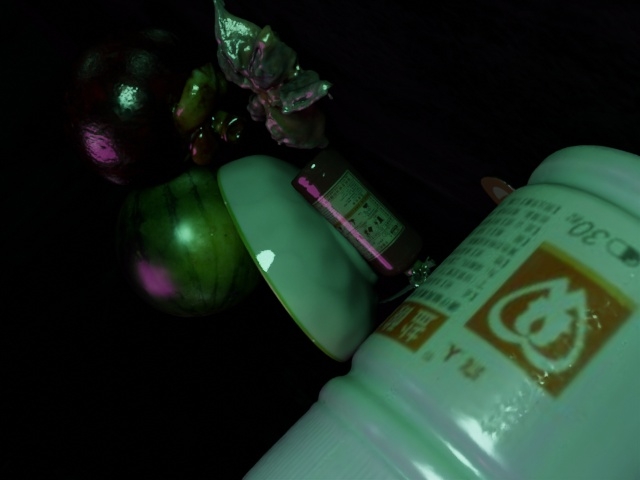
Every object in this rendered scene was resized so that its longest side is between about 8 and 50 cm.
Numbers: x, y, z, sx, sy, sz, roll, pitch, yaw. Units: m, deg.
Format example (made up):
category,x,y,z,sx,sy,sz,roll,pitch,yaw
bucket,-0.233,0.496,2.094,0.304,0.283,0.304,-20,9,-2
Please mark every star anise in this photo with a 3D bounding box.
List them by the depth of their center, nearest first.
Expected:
category,x,y,z,sx,sy,sz,roll,pitch,yaw
star anise,-0.060,-0.172,0.881,0.172,0.063,0.208,45,172,6

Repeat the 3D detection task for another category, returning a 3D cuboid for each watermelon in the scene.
category,x,y,z,sx,sy,sz,roll,pitch,yaw
watermelon,-0.196,-0.002,1.283,0.242,0.242,0.242,43,172,8

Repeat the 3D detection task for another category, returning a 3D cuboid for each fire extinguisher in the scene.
category,x,y,z,sx,sy,sz,roll,pitch,yaw
fire extinguisher,0.057,-0.007,1.025,0.231,0.099,0.071,46,-162,-8

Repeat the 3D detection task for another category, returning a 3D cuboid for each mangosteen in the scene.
category,x,y,z,sx,sy,sz,roll,pitch,yaw
mangosteen,-0.227,-0.182,1.150,0.265,0.228,0.228,11,163,11

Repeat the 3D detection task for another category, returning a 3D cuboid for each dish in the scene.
category,x,y,z,sx,sy,sz,roll,pitch,yaw
dish,0.000,0.000,1.148,0.324,0.124,0.324,55,-171,-13

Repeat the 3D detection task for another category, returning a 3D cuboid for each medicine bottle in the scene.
category,x,y,z,sx,sy,sz,roll,pitch,yaw
medicine bottle,0.121,0.113,0.527,0.202,0.316,0.202,43,168,12

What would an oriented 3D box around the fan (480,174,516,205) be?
category,x,y,z,sx,sy,sz,roll,pitch,yaw
fan,0.228,0.028,0.685,0.226,0.008,0.152,36,167,41
